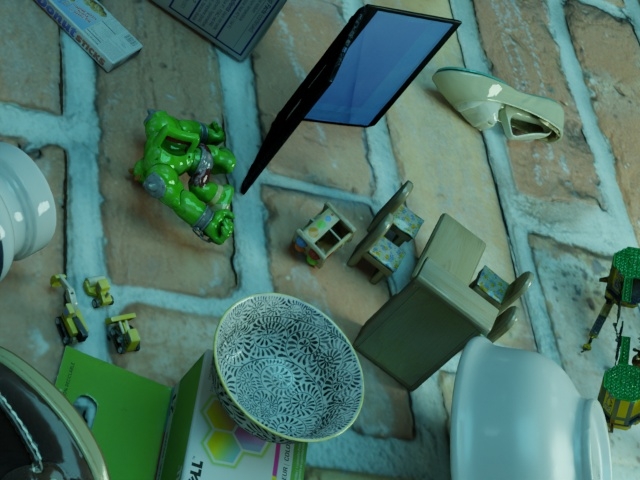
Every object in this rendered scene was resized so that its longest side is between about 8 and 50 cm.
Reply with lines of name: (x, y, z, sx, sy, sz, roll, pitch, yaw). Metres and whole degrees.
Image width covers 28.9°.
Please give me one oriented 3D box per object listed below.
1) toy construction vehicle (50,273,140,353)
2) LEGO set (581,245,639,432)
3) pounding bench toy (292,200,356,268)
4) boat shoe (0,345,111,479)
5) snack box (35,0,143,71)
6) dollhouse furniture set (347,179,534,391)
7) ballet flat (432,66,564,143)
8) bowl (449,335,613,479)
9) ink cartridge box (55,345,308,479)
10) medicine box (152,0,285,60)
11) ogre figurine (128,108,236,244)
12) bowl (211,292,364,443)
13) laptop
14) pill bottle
toy construction vehicle: (-0.243, 0.077, 1.353, 0.086, 0.035, 0.098, -5, 61, -38)
LEGO set: (0.486, 0.184, 1.725, 0.255, 0.192, 0.331, 4, 46, 3)
pounding bench toy: (0.000, 0.000, 1.577, 0.065, 0.083, 0.052, -43, 83, -15)
boat shoe: (-0.260, 0.255, 1.122, 0.123, 0.123, 0.342, -25, 85, -53)
snack box: (-0.313, -0.295, 1.603, 0.178, 0.022, 0.064, 45, 45, 3)
dollhouse furniture set: (0.159, 0.046, 1.570, 0.212, 0.161, 0.242, 37, 44, -5)
ballet flat: (0.278, -0.200, 1.912, 0.248, 0.086, 0.086, 12, 51, -29)
bowl: (0.246, 0.250, 1.378, 0.298, 0.134, 0.298, -6, 90, -68)
ink cartridge box: (-0.148, 0.206, 1.276, 0.255, 0.097, 0.189, 24, 47, -19)
medicine box: (-0.151, -0.441, 1.739, 0.289, 0.149, 0.263, 34, 44, -9)
ogre figurine: (-0.161, -0.090, 1.501, 0.118, 0.097, 0.197, 27, 56, -31)
bowl: (-0.047, 0.145, 1.268, 0.170, 0.080, 0.170, 18, 49, -22)
laptop: (0.040, -0.175, 1.605, 0.136, 0.234, 0.264, 32, 44, -10)
pill bottle: (-0.398, 0.002, 1.217, 0.153, 0.153, 0.265, 50, 45, 8)
